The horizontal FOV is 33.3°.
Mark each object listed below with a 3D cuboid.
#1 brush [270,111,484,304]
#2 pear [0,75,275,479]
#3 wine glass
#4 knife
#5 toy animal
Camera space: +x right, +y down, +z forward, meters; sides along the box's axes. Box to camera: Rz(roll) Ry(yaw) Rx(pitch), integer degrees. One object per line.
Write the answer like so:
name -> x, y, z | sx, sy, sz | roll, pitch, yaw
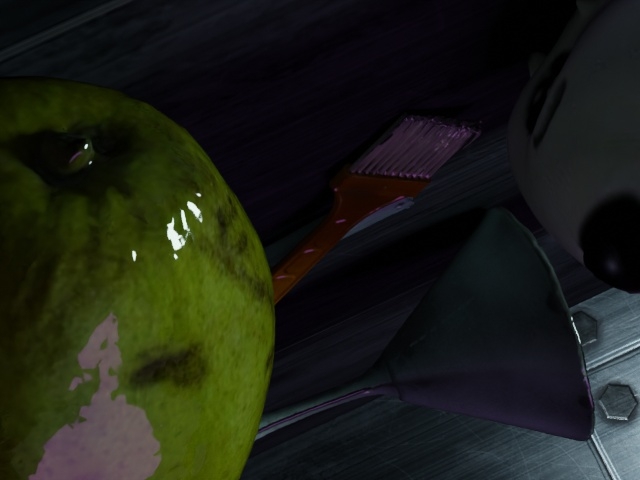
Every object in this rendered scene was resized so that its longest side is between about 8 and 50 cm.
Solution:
brush -> 0.000, 0.000, 0.838 | 0.090, 0.017, 0.314 | 2, 146, -41
pear -> -0.123, 0.043, 0.449 | 0.212, 0.212, 0.269 | -18, 156, -29
wine glass -> 0.044, 0.149, 1.110 | 0.406, 0.267, 0.267 | -19, 166, -4
knife -> 0.003, -0.005, 0.881 | 0.162, 0.023, 0.044 | -28, 166, 10
toy animal -> 0.256, -0.072, 0.667 | 0.251, 0.251, 0.310 | -33, 171, 30
